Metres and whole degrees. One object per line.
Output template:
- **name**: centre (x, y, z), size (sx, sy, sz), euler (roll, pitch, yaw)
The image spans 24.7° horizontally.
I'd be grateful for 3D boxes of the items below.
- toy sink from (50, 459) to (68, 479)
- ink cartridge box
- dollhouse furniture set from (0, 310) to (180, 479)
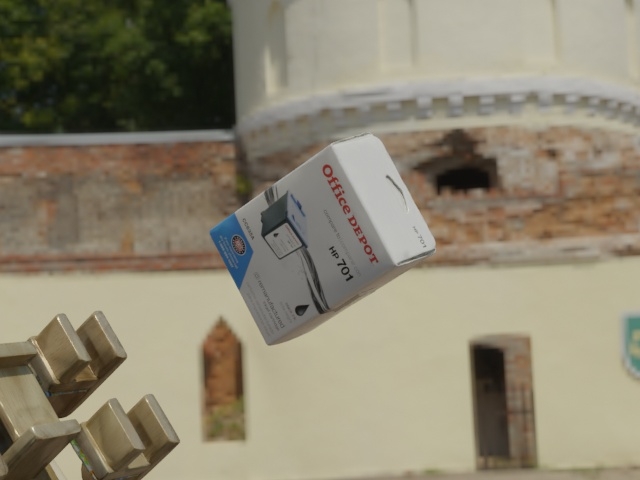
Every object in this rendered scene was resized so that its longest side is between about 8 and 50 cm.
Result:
- **toy sink**: centre (-0.302, 0.247, 1.222), size (0.131, 0.234, 0.153), euler (-37, -3, 33)
- **ink cartridge box**: centre (0.000, 0.000, 1.464), size (0.190, 0.140, 0.082), euler (-34, -10, 37)
- **dollhouse furniture set**: centre (-0.264, 0.106, 1.001), size (0.161, 0.242, 0.212), euler (-44, -22, 26)
